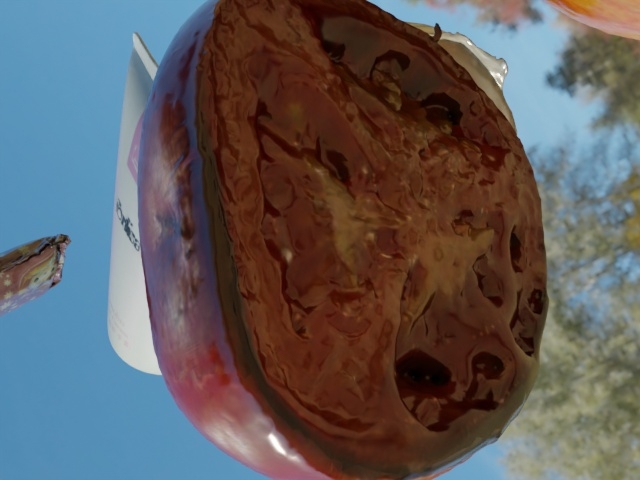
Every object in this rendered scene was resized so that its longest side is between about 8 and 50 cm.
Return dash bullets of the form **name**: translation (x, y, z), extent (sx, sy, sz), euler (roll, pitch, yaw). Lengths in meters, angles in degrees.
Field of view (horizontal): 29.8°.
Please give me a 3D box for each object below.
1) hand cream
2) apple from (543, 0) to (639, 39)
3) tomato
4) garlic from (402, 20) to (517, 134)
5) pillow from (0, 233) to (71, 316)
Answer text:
- **hand cream**: translation (-0.152, -0.010, 1.173), extent (0.359, 0.118, 0.185), euler (98, 151, -47)
- **apple**: translation (0.162, -0.251, 0.553), extent (0.275, 0.299, 0.299), euler (35, -154, 2)
- **tomato**: translation (0.005, 0.007, 0.404), extent (0.174, 0.082, 0.166), euler (13, -119, -46)
- **garlic**: translation (0.027, -0.021, 0.761), extent (0.178, 0.143, 0.229), euler (17, -93, -40)
- **pillow**: translation (-0.285, 0.050, 0.950), extent (0.185, 0.118, 0.043), euler (-28, -103, -23)
